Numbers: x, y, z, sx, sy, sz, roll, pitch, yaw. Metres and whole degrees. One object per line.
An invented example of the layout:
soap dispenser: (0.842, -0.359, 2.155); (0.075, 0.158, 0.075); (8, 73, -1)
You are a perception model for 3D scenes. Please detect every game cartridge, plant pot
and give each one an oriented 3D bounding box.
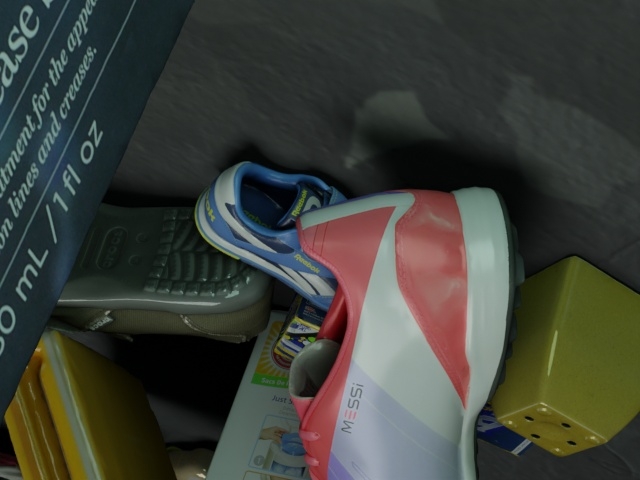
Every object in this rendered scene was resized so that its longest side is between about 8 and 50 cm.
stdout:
game cartridge: (-0.121, 0.215, 1.139); (0.052, 0.285, 0.324); (-19, 169, -1)
plant pot: (0.140, 0.072, 0.965); (0.081, 0.083, 0.081); (30, 150, -16)

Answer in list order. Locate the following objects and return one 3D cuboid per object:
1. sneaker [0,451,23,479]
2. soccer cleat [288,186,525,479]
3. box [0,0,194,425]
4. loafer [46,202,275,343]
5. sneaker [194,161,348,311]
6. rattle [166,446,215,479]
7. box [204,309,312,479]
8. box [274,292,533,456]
sneaker: (-0.295, 0.276, 1.599); (0.121, 0.112, 0.299); (14, 151, 14)
soccer cleat: (0.034, 0.112, 0.959); (0.116, 0.108, 0.318); (1, 122, -7)
box: (-0.232, -0.149, 0.607); (0.212, 0.293, 0.395); (5, 149, 27)
loafer: (-0.140, 0.027, 1.066); (0.251, 0.094, 0.087); (8, 145, 23)
sneaker: (0.000, 0.000, 0.968); (0.144, 0.053, 0.059); (23, 150, -5)
rattle: (-0.070, 0.266, 1.404); (0.130, 0.143, 0.200); (-25, 124, 30)
box: (-0.008, 0.163, 1.099); (0.103, 0.203, 0.114); (10, 152, 19)
box: (0.062, 0.068, 1.043); (0.169, 0.054, 0.059); (24, 152, -4)
